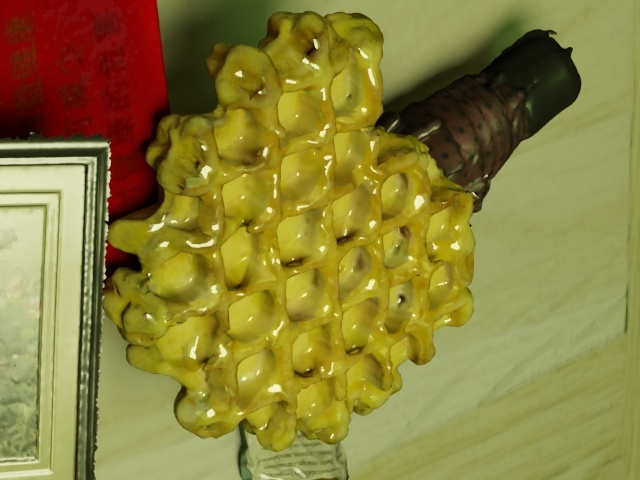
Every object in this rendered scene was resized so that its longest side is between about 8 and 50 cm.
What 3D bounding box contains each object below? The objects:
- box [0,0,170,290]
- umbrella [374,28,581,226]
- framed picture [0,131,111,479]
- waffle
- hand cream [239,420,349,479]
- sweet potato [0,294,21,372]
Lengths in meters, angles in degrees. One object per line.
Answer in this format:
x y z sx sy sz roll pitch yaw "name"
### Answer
-0.224 -0.036 0.848 0.313 0.089 0.197 -25 126 -32 "box"
0.036 -0.029 1.077 0.326 0.094 0.090 -39 153 -21 "umbrella"
-0.195 0.046 0.795 0.195 0.010 0.199 -2 107 -22 "framed picture"
-0.001 0.000 0.961 0.253 0.056 0.249 17 100 -41 "waffle"
-0.015 0.164 1.154 0.075 0.052 0.248 -15 126 -11 "hand cream"
-0.162 0.039 0.842 0.117 0.049 0.049 -54 134 -2 "sweet potato"
